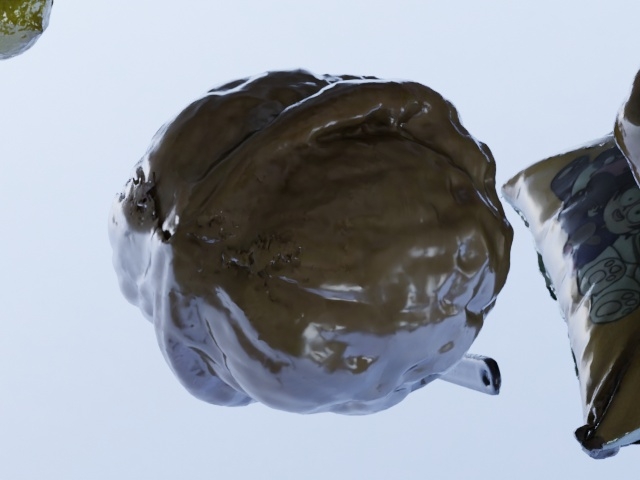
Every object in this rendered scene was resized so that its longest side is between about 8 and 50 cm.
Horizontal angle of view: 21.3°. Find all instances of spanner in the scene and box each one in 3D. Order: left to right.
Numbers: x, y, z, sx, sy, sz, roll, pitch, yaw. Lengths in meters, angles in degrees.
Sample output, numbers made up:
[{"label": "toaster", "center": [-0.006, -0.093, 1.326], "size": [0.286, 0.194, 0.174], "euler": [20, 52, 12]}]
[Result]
[{"label": "spanner", "center": [0.084, 0.094, 1.255], "size": [0.012, 0.046, 0.208], "euler": [-13, -175, -21]}]

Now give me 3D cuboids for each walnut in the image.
[{"label": "walnut", "center": [0.000, 0.000, 0.897], "size": [0.198, 0.198, 0.245], "euler": [43, -156, 26]}]

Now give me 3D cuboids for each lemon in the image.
[{"label": "lemon", "center": [-0.278, -0.199, 1.390], "size": [0.133, 0.109, 0.109], "euler": [23, -141, 28]}]

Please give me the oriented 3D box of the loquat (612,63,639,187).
[{"label": "loquat", "center": [0.180, -0.047, 0.669], "size": [0.137, 0.137, 0.113], "euler": [-13, -136, -30]}]

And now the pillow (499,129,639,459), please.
[{"label": "pillow", "center": [0.287, -0.008, 1.124], "size": [0.312, 0.119, 0.310], "euler": [-19, -148, 8]}]
